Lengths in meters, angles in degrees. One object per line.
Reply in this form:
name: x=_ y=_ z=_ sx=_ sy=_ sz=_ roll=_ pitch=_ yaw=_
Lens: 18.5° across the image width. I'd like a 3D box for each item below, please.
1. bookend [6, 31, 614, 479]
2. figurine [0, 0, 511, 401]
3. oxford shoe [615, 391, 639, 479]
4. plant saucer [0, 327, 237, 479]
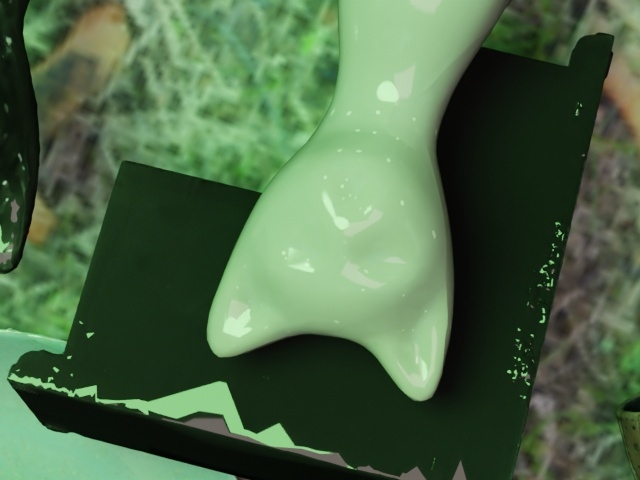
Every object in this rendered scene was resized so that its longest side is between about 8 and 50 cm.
bookend: x=0.000 y=0.000 z=0.638 sx=0.157 sy=0.072 sz=0.156 roll=13 pitch=74 yaw=5
figurine: x=-0.031 y=-0.073 z=0.587 sx=0.214 sy=0.092 sz=0.209 roll=18 pitch=81 yaw=6
oxford shoe: x=0.267 y=0.010 z=0.641 sx=0.363 sy=0.130 sz=0.133 roll=-35 pitch=94 yaw=6
plant saucer: x=-0.115 y=0.121 z=0.699 sx=0.195 sy=0.037 sz=0.195 roll=0 pitch=102 yaw=0
